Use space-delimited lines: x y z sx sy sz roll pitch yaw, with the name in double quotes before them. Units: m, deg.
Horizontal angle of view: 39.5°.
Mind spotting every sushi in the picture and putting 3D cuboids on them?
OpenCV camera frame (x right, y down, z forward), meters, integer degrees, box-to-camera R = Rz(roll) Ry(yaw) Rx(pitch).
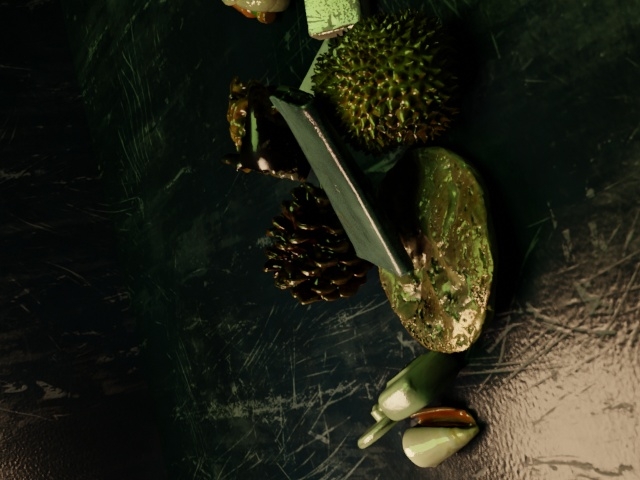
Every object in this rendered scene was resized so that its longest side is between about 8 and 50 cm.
"sushi" -0.119 -0.245 1.974 0.200 0.213 0.204 16 96 36

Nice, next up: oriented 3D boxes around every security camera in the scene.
"security camera" 0.152 0.307 1.728 0.080 0.157 0.301 47 140 8

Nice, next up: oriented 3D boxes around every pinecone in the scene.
"pinecone" 0.001 0.000 1.837 0.243 0.243 0.257 11 94 59

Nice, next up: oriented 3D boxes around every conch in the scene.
"conch" 0.222 0.369 1.696 0.176 0.094 0.104 -50 21 49

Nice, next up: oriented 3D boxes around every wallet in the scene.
"wallet" 0.037 -0.106 1.595 0.379 0.046 0.191 59 167 -24

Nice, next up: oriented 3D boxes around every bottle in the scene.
"bottle" -0.163 -0.556 2.086 0.187 0.069 0.069 46 137 43

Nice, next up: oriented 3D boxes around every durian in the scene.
"durian" 0.115 -0.260 1.536 0.293 0.258 0.258 -40 64 63

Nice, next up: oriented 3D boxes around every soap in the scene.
"soap" 0.028 -0.492 1.726 0.121 0.064 0.183 -7 93 23

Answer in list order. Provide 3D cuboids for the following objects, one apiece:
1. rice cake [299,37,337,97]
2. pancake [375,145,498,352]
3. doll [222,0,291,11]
"rice cake" 0.012 -0.341 1.856 0.206 0.069 0.063 -54 51 49
"pancake" 0.209 0.016 1.611 0.387 0.082 0.387 25 118 61
"doll" -0.084 -0.589 1.914 0.149 0.175 0.278 45 144 -16
